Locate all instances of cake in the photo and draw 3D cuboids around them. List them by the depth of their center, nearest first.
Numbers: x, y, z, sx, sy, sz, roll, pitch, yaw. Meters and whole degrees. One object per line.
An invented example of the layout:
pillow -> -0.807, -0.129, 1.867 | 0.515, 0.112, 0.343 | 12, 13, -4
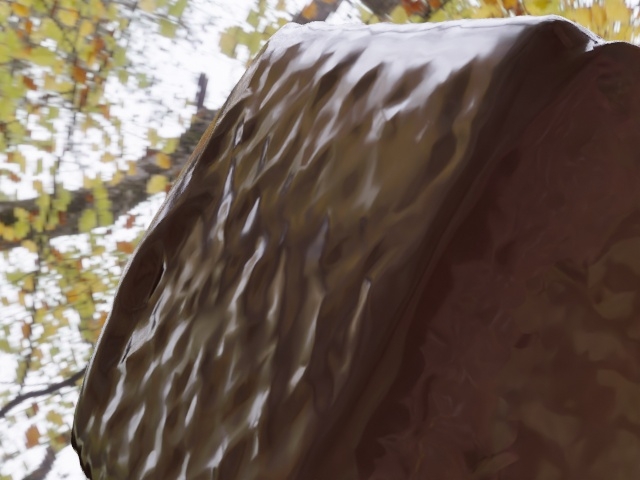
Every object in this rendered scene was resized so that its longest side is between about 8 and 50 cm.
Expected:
cake -> 0.062, 0.061, 0.492 | 0.237, 0.309, 0.230 | 26, -89, -20
